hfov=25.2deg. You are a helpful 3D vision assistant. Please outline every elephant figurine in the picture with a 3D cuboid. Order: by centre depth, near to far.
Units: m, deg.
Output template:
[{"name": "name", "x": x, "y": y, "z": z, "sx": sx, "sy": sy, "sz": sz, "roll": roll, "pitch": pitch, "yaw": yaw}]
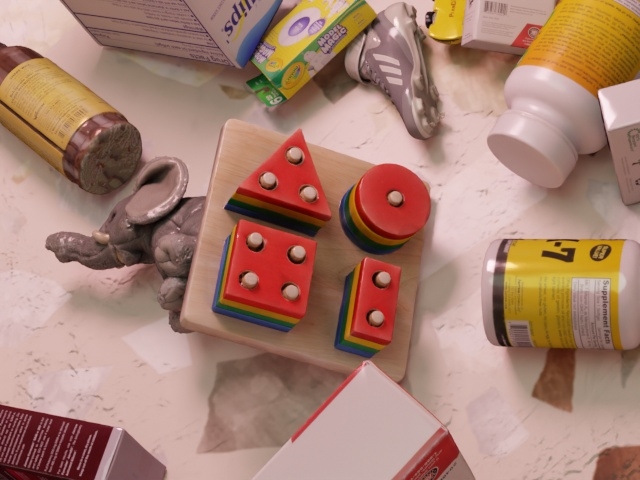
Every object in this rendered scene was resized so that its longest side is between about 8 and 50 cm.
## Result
[{"name": "elephant figurine", "x": -0.185, "y": -0.013, "z": 1.703, "sx": 0.186, "sy": 0.169, "sz": 0.239, "roll": -10, "pitch": 36, "yaw": -39}]

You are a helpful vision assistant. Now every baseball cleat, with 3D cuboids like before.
[{"name": "baseball cleat", "x": 0.089, "y": -0.197, "z": 1.771, "sx": 0.109, "sy": 0.072, "sz": 0.206, "roll": -21, "pitch": 52, "yaw": 23}]

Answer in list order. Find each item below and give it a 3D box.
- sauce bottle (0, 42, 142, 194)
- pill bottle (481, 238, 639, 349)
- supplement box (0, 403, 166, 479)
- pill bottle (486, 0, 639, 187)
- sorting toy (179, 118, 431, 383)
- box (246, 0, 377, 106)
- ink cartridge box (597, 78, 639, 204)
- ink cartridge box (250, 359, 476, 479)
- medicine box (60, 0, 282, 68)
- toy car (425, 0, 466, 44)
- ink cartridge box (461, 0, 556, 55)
[{"name": "sauce bottle", "x": -0.375, "y": -0.187, "z": 1.888, "sx": 0.111, "sy": 0.111, "sz": 0.344, "roll": -46, "pitch": 59, "yaw": -9}, {"name": "pill bottle", "x": 0.283, "y": 0.057, "z": 1.523, "sx": 0.208, "sy": 0.119, "sz": 0.119, "roll": 0, "pitch": 63, "yaw": 19}, {"name": "supplement box", "x": -0.310, "y": 0.245, "z": 1.617, "sx": 0.239, "sy": 0.130, "sz": 0.073, "roll": 7, "pitch": 65, "yaw": 21}, {"name": "pill bottle", "x": 0.296, "y": -0.186, "z": 1.641, "sx": 0.136, "sy": 0.136, "sz": 0.246, "roll": 27, "pitch": 73, "yaw": 29}, {"name": "sorting toy", "x": 0.000, "y": 0.000, "z": 1.588, "sx": 0.257, "sy": 0.089, "sz": 0.255, "roll": 17, "pitch": 63, "yaw": -14}, {"name": "box", "x": -0.022, "y": -0.251, "z": 1.814, "sx": 0.179, "sy": 0.043, "sz": 0.105, "roll": -45, "pitch": 34, "yaw": 3}, {"name": "ink cartridge box", "x": 0.474, "y": -0.137, "z": 1.537, "sx": 0.332, "sy": 0.165, "sz": 0.065, "roll": -12, "pitch": 58, "yaw": 12}, {"name": "ink cartridge box", "x": 0.047, "y": 0.265, "z": 1.401, "sx": 0.197, "sy": 0.273, "sz": 0.114, "roll": -46, "pitch": 62, "yaw": -9}, {"name": "medicine box", "x": -0.227, "y": -0.370, "z": 1.809, "sx": 0.263, "sy": 0.289, "sz": 0.149, "roll": 14, "pitch": 67, "yaw": 35}, {"name": "toy car", "x": 0.172, "y": -0.365, "z": 1.833, "sx": 0.239, "sy": 0.053, "sz": 0.225, "roll": -46, "pitch": 58, "yaw": -10}, {"name": "ink cartridge box", "x": 0.229, "y": -0.296, "z": 1.724, "sx": 0.099, "sy": 0.056, "sz": 0.135, "roll": 8, "pitch": 87, "yaw": -12}]
